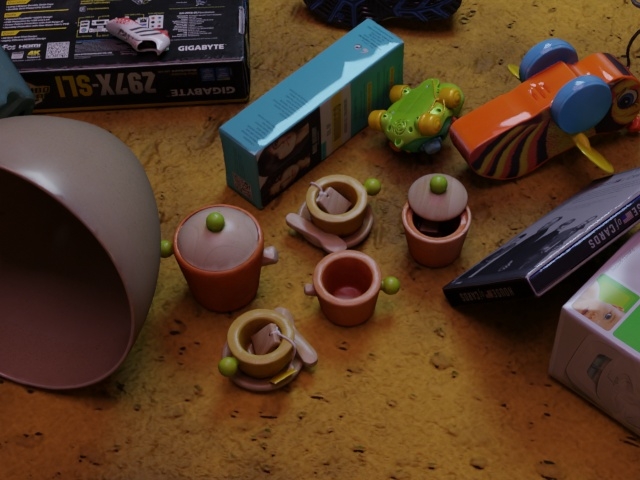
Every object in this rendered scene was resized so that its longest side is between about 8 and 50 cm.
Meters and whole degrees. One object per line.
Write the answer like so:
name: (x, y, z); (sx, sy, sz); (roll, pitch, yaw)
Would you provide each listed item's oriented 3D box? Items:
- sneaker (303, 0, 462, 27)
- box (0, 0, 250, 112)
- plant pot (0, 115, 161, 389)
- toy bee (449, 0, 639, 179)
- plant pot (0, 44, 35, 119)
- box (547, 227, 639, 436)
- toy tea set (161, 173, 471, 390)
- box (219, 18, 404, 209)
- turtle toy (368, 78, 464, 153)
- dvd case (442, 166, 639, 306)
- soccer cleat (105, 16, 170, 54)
sneaker: (0.077, -0.322, 1.602); (0.211, 0.080, 0.081); (6, 32, 6)
box: (-0.250, -0.282, 1.575); (0.322, 0.079, 0.257); (-3, 51, 0)
plant pot: (-0.275, -0.017, 1.266); (0.284, 0.284, 0.191); (16, 41, 14)
toy bee: (0.305, -0.150, 1.421); (0.298, 0.162, 0.195); (-20, 51, 21)
plant pot: (-0.506, -0.206, 1.335); (0.341, 0.341, 0.334); (-40, 92, -24)
box: (0.400, 0.086, 1.237); (0.231, 0.126, 0.262); (36, 60, 28)
toy tea set: (0.000, 0.000, 1.317); (0.336, 0.124, 0.200); (-31, 57, -20)
box: (-0.006, -0.149, 1.446); (0.060, 0.100, 0.244); (37, 63, 26)
turtle toy: (0.124, -0.146, 1.459); (0.095, 0.066, 0.130); (9, 47, 39)
dvd case: (0.259, -0.008, 1.294); (0.239, 0.179, 0.029); (-33, 96, -21)
soccer cleat: (-0.219, -0.242, 1.477); (0.083, 0.029, 0.035); (17, 51, 9)
